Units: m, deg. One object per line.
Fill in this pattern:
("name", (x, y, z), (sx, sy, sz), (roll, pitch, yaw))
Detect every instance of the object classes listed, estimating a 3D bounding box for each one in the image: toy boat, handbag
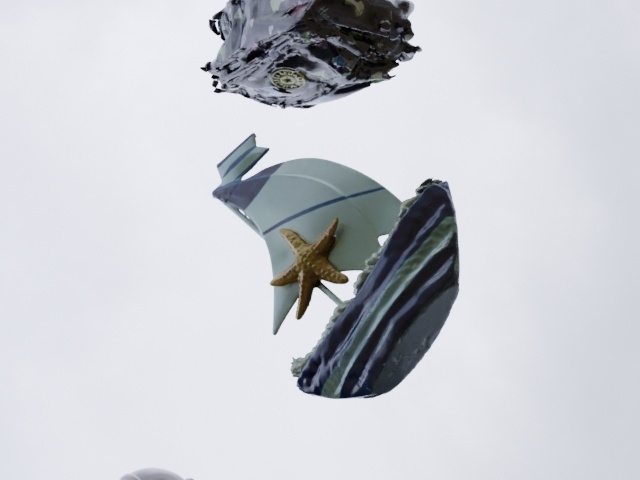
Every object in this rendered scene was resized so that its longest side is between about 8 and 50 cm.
("toy boat", (0.000, 0.000, 0.964), (0.067, 0.291, 0.220), (24, -76, -50))
("handbag", (-0.014, -0.211, 1.156), (0.162, 0.260, 0.113), (9, -102, -33))

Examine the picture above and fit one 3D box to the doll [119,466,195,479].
("doll", (-0.202, 0.329, 1.201), (0.150, 0.287, 0.151), (9, -120, -15))
